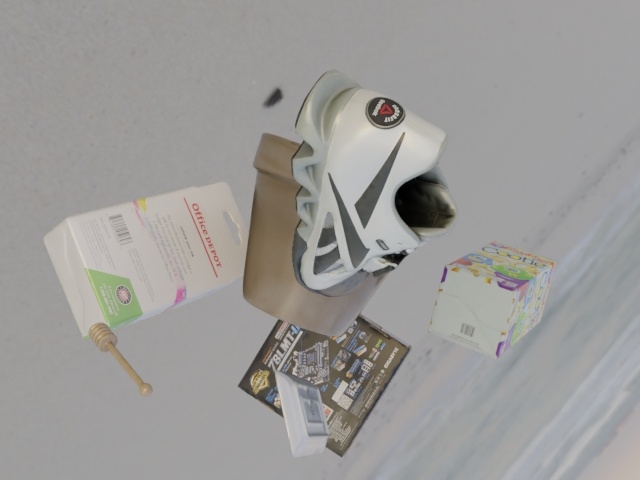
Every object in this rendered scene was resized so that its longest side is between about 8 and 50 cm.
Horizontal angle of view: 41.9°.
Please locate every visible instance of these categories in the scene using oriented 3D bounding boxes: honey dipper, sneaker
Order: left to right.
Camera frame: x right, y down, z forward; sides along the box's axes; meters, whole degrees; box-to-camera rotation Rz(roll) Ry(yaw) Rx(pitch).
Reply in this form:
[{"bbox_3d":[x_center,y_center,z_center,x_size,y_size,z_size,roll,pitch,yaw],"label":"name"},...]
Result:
[{"bbox_3d":[-0.275,0.165,1.158,0.030,0.161,0.030,-23,129,-31],"label":"honey dipper"},{"bbox_3d":[0.056,-0.015,0.825,0.122,0.146,0.330,-61,165,-24],"label":"sneaker"}]

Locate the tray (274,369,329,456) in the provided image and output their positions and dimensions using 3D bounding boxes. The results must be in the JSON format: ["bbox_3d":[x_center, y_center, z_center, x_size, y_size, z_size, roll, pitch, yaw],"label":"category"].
[{"bbox_3d":[-0.025,0.306,1.486,0.030,0.145,0.270,-16,165,6],"label":"tray"}]

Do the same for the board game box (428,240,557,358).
[{"bbox_3d":[0.341,0.106,1.629,0.275,0.144,0.142,-18,123,-59],"label":"board game box"}]

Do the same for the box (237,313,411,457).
[{"bbox_3d":[0.009,0.289,1.908,0.295,0.293,0.073,-59,168,2],"label":"box"}]

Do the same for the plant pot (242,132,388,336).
[{"bbox_3d":[0.000,0.000,1.435,0.323,0.323,0.280,15,98,-65],"label":"plant pot"}]

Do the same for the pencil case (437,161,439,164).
[{"bbox_3d":[0.195,-0.101,1.713,0.119,0.133,0.306,-41,153,-9],"label":"pencil case"}]

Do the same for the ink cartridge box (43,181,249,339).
[{"bbox_3d":[-0.301,0.027,1.559,0.353,0.207,0.119,-18,173,-42],"label":"ink cartridge box"}]
